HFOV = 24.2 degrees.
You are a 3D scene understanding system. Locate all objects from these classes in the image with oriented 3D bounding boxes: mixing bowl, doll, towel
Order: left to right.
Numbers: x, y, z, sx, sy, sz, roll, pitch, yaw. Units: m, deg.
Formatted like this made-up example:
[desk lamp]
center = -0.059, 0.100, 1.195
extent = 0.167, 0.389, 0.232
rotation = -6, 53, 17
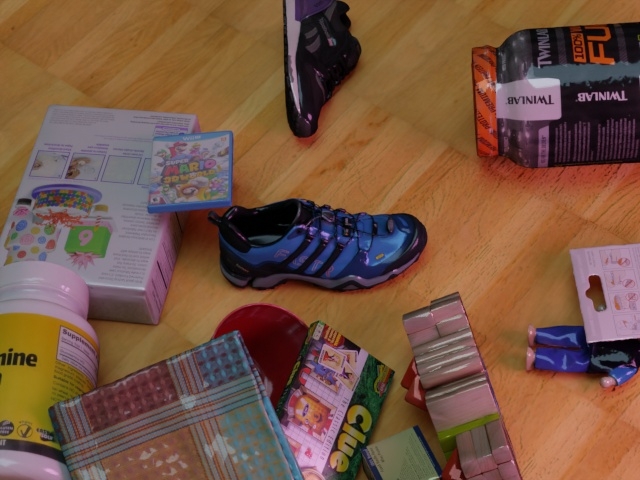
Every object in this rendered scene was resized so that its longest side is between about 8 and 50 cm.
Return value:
[towel]
center = -0.151, 0.327, 1.838
extent = 0.271, 0.040, 0.370
rotation = -23, 83, -1
[mixing bowl]
center = -0.092, 0.183, 1.997
extent = 0.181, 0.098, 0.181
rotation = 13, 64, -29
[doll]
center = 0.375, 0.144, 2.020
extent = 0.189, 0.046, 0.129
rotation = 4, 55, 10

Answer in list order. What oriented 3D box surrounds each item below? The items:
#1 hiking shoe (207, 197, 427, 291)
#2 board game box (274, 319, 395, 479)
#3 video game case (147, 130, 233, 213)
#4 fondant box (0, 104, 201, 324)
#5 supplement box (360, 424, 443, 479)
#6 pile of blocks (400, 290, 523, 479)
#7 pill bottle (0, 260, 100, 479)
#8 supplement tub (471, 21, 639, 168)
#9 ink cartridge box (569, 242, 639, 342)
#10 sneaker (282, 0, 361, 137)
[hiking shoe]
center = 0.000, 0.000, 2.119
extent = 0.304, 0.132, 0.113
rotation = -7, 54, 2
[board game box]
center = 0.001, 0.245, 1.956
extent = 0.136, 0.030, 0.259
rotation = 36, 56, -20
[video game case]
center = -0.186, -0.100, 2.152
extent = 0.119, 0.015, 0.166
rotation = -5, 40, 2
[fondant box]
center = -0.324, -0.045, 2.217
extent = 0.238, 0.096, 0.330
rotation = 5, 53, 10
[supplement box]
center = 0.107, 0.299, 1.932
extent = 0.083, 0.056, 0.083
rotation = -22, 54, -9
[pile of blocks]
center = 0.174, 0.222, 1.943
extent = 0.113, 0.149, 0.362
rotation = -20, 42, 6
[pill bottle]
center = -0.393, 0.201, 1.986
extent = 0.188, 0.188, 0.334
rotation = -4, 53, 4
[supplement tub]
center = 0.393, -0.211, 2.180
extent = 0.338, 0.207, 0.207
rotation = -3, 53, 4
[ink cartridge box]
center = 0.464, 0.079, 2.040
extent = 0.225, 0.056, 0.181
rotation = -7, 44, 5
[sneaker]
center = 0.004, -0.284, 2.350
extent = 0.124, 0.107, 0.283
rotation = -1, 53, -1
